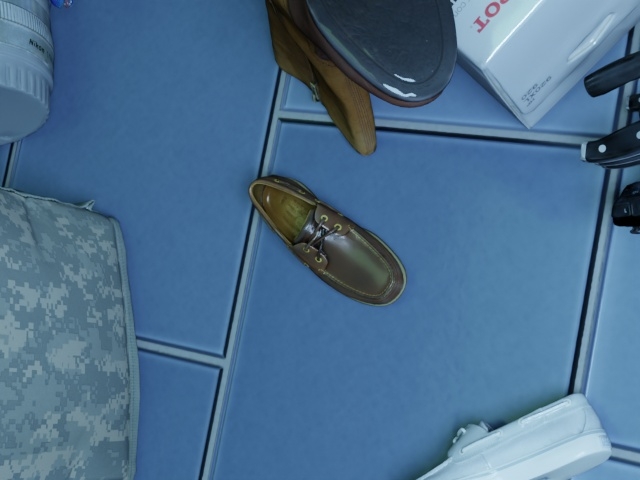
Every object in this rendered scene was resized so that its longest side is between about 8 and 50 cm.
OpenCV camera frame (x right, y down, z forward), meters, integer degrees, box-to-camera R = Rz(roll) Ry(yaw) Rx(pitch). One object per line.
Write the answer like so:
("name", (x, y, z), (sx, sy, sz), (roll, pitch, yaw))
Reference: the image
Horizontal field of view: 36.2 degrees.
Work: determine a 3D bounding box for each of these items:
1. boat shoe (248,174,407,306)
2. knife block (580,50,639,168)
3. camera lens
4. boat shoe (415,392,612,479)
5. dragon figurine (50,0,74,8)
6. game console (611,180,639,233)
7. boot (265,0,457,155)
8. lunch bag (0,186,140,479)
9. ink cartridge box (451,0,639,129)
("boat shoe", (0.000, -0.001, 0.892), (0.178, 0.060, 0.064), (39, 99, 26))
("knife block", (0.313, -0.125, 0.665), (0.242, 0.275, 0.088), (-10, 76, -6))
("camera lens", (-0.403, -0.257, 1.045), (0.219, 0.219, 0.274), (-15, 75, 23))
("boat shoe", (0.140, 0.176, 0.795), (0.184, 0.066, 0.063), (-29, 56, 22))
("dragon figurine", (-0.246, -0.372, 1.029), (0.085, 0.144, 0.289), (-14, 76, 23))
("game console", (0.381, -0.040, 0.649), (0.361, 0.213, 0.044), (-7, 85, 44))
("boot", (0.016, -0.143, 0.789), (0.096, 0.280, 0.264), (-37, 66, -13))
("lunch bag", (-0.299, 0.089, 0.926), (0.169, 0.235, 0.287), (-3, 80, 29))
("ink cartridge box", (0.136, -0.244, 0.804), (0.171, 0.168, 0.232), (-47, 65, 11))
